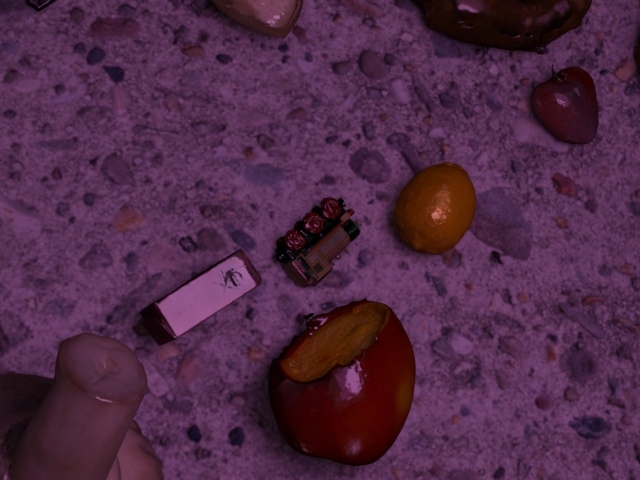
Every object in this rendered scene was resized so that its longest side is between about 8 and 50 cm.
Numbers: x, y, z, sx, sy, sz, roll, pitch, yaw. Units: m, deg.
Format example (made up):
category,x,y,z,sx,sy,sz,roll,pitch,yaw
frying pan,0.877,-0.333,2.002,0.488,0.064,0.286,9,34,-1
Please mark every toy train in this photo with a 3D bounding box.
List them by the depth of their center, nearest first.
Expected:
category,x,y,z,sx,sy,sz,roll,pitch,yaw
toy train,0.000,0.000,1.586,0.138,0.050,0.087,-42,94,-24

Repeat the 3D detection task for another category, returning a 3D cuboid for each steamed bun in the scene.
category,x,y,z,sx,sy,sz,roll,pitch,yaw
steamed bun,-0.101,-0.422,1.644,0.231,0.110,0.212,42,73,-10

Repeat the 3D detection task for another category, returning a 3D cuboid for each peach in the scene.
category,x,y,z,sx,sy,sz,roll,pitch,yaw
peach,0.030,0.179,1.469,0.196,0.190,0.226,11,78,-4

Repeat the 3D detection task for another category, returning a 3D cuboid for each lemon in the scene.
category,x,y,z,sx,sy,sz,roll,pitch,yaw
lemon,0.170,-0.048,1.616,0.114,0.114,0.155,36,66,-4

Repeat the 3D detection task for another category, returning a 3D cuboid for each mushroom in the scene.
category,x,y,z,sx,sy,sz,roll,pitch,yaw
mushroom,-0.330,0.270,1.295,0.315,0.315,0.356,3,93,-16

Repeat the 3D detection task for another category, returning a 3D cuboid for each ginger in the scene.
category,x,y,z,sx,sy,sz,roll,pitch,yaw
ginger,0.274,-0.363,1.742,0.309,0.107,0.133,3,88,-12

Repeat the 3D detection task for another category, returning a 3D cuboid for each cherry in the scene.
category,x,y,z,sx,sy,sz,roll,pitch,yaw
cherry,0.381,-0.212,1.741,0.106,0.087,0.126,-7,95,-20

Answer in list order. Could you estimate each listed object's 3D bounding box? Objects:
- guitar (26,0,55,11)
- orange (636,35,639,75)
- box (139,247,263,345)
category,x,y,z,sx,sy,sz,roll,pitch,yaw
guitar,-0.309,-0.410,1.613,0.271,0.038,0.084,-35,85,-22
orange,0.642,-0.318,1.796,0.248,0.183,0.249,4,75,-16
box,-0.161,0.076,1.482,0.156,0.111,0.060,-32,93,-21
